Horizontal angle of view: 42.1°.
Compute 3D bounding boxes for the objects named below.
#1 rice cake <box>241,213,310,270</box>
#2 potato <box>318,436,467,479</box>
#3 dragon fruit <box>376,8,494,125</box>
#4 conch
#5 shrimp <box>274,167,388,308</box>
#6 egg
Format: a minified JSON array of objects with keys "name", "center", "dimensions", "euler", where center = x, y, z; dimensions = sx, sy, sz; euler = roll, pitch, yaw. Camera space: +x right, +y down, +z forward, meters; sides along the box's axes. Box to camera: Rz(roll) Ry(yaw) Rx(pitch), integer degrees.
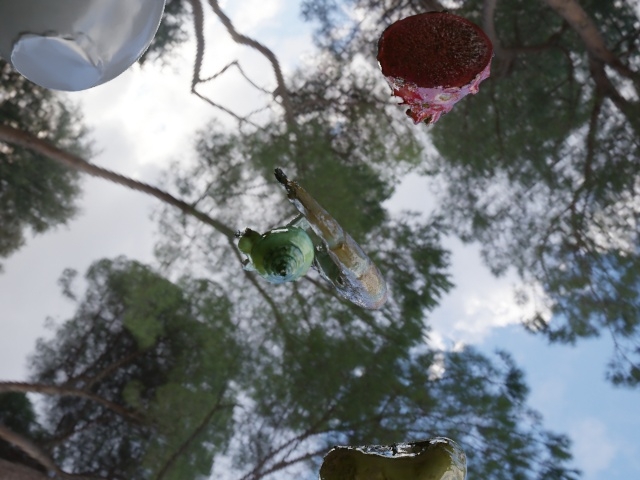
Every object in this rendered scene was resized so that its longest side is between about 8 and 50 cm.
[{"name":"rice cake","center":[-0.074,-0.001,1.527],"dimensions":[0.171,0.029,0.033],"euler":[-39,-159,-6]},{"name":"potato","center":[0.067,0.221,0.769],"dimensions":[0.138,0.091,0.070],"euler":[-5,-89,7]},{"name":"dragon fruit","center":[0.144,-0.214,1.079],"dimensions":[0.153,0.110,0.153],"euler":[0,-125,0]},{"name":"conch","center":[-0.060,0.011,1.088],"dimensions":[0.201,0.095,0.079],"euler":[21,-90,66]},{"name":"shrimp","center":[0.024,0.023,1.227],"dimensions":[0.068,0.287,0.185],"euler":[-46,-121,-4]},{"name":"egg","center":[-0.237,-0.261,0.809],"dimensions":[0.176,0.176,0.231],"euler":[-12,-118,42]}]
